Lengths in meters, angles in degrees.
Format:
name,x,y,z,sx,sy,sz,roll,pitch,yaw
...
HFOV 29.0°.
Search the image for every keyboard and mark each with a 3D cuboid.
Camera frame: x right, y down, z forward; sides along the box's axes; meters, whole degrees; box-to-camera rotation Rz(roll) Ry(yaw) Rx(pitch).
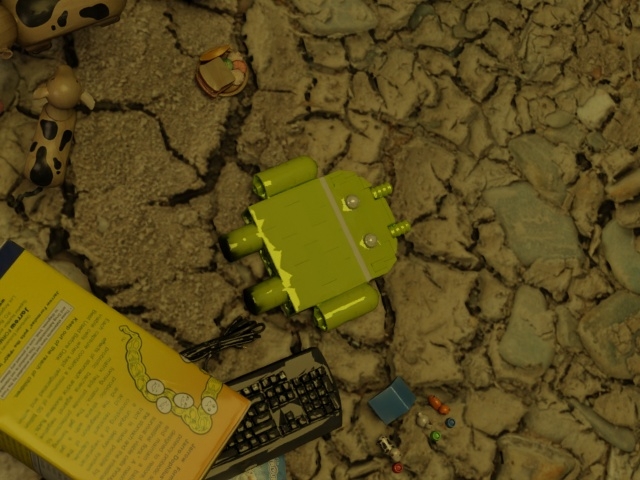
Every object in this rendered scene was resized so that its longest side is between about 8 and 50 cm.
name,x,y,z,sx,sy,sz,roll,pitch,yaw
keyboard,-0.136,0.216,1.665,0.317,0.033,0.201,-22,75,-20

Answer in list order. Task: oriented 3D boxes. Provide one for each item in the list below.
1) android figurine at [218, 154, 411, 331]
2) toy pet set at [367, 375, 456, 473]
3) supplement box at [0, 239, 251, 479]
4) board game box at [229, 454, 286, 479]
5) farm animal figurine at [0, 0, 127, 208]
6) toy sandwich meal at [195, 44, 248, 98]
name,x,y,z,sx,sy,sz,roll,pitch,yaw
android figurine,0.000,0.000,1.766,0.273,0.056,0.248,-21,84,-20
toy pet set,0.128,0.248,1.740,0.122,0.065,0.114,-38,91,-23
supplement box,-0.291,0.195,1.517,0.356,0.194,0.195,34,69,2
board game box,-0.093,0.301,1.678,0.090,0.020,0.090,-2,77,-19
farm animal figurine,-0.371,-0.257,1.583,0.327,0.172,0.330,-41,101,-3
toy sandwich meal,-0.142,-0.247,1.791,0.085,0.029,0.085,4,76,-17
